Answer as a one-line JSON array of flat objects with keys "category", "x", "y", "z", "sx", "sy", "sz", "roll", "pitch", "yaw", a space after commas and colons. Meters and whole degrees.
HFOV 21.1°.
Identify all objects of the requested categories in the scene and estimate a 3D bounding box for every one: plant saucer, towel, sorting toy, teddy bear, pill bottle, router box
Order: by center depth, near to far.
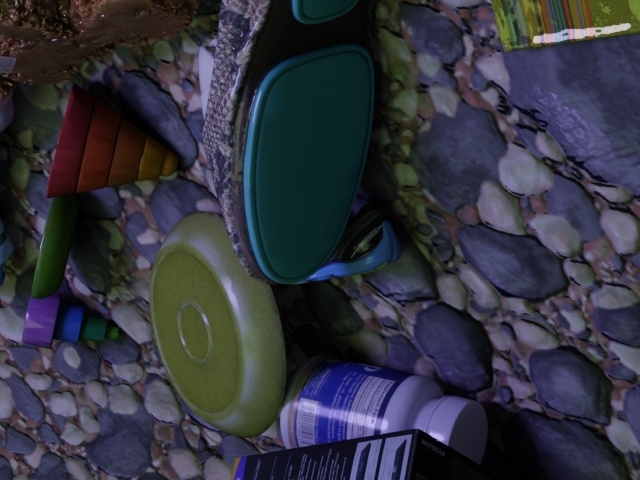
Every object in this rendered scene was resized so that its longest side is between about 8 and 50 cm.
[{"category": "towel", "x": 0.237, "y": -0.210, "z": 1.371, "sx": 0.237, "sy": 0.021, "sz": 0.102, "roll": -4, "pitch": 117, "yaw": 38}, {"category": "teddy bear", "x": -0.272, "y": -0.216, "z": 1.612, "sx": 0.338, "sy": 0.245, "sz": 0.113, "roll": -22, "pitch": 69, "yaw": 44}, {"category": "router box", "x": 0.096, "y": 0.289, "z": 1.668, "sx": 0.243, "sy": 0.081, "sz": 0.309, "roll": -15, "pitch": 142, "yaw": 42}, {"category": "pill bottle", "x": 0.065, "y": 0.183, "z": 1.703, "sx": 0.187, "sy": 0.112, "sz": 0.112, "roll": 10, "pitch": 124, "yaw": 32}, {"category": "plant saucer", "x": -0.116, "y": 0.090, "z": 1.757, "sx": 0.241, "sy": 0.037, "sz": 0.240, "roll": 26, "pitch": 123, "yaw": 50}, {"category": "sorting toy", "x": -0.235, "y": -0.005, "z": 1.830, "sx": 0.126, "sy": 0.127, "sz": 0.365, "roll": 12, "pitch": 135, "yaw": -7}]

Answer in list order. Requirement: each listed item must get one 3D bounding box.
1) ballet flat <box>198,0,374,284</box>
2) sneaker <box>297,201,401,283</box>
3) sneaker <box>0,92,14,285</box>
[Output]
[{"category": "ballet flat", "x": -0.034, "y": -0.200, "z": 1.510, "sx": 0.182, "sy": 0.164, "sz": 0.482, "roll": 39, "pitch": 133, "yaw": 40}, {"category": "sneaker", "x": 0.000, "y": 0.000, "z": 1.671, "sx": 0.188, "sy": 0.067, "sz": 0.078, "roll": -11, "pitch": 90, "yaw": 43}, {"category": "sneaker", "x": -0.383, "y": -0.048, "z": 1.876, "sx": 0.319, "sy": 0.127, "sz": 0.208, "roll": -24, "pitch": 104, "yaw": 50}]
